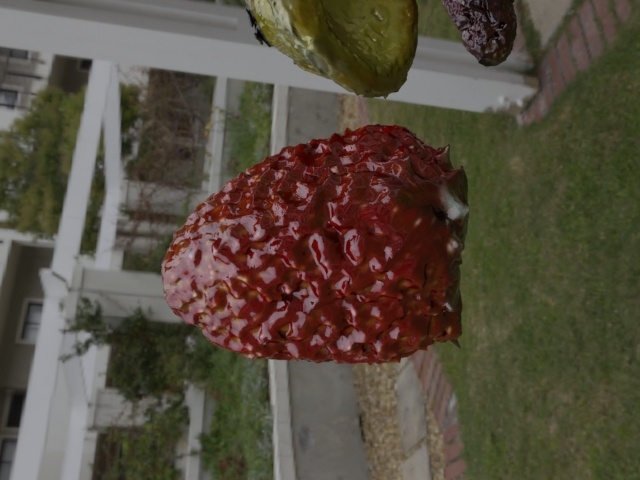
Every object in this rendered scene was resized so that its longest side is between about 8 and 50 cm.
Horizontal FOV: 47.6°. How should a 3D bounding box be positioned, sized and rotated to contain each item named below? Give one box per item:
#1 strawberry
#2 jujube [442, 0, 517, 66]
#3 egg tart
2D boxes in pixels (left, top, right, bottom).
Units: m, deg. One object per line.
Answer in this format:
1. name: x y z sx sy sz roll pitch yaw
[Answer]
1. strawberry: 0.000 0.000 0.835 0.292 0.343 0.292 -175 90 -83
2. jujube: 0.230 -0.328 1.040 0.104 0.104 0.166 148 109 -75
3. egg tart: 0.004 -0.310 0.907 0.120 0.315 0.315 -16 64 39
